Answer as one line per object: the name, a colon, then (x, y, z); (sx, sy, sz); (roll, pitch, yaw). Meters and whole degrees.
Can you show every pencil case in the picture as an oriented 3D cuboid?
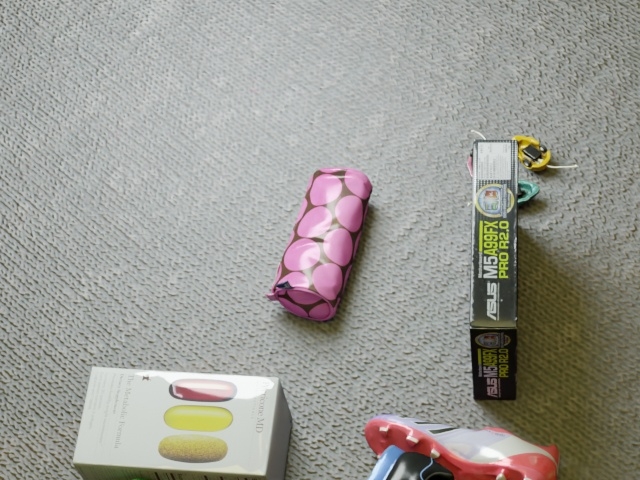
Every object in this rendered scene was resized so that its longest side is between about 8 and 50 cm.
pencil case: (0.000, 0.000, 2.066); (0.098, 0.095, 0.209); (4, 58, 28)

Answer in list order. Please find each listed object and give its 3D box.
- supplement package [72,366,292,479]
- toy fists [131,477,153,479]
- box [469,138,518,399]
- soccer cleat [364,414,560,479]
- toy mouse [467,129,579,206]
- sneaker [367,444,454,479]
supplement package: (-0.169, 0.252, 1.918); (0.244, 0.134, 0.139); (2, 60, 9)
toy fists: (-0.230, 0.430, 1.821); (0.096, 0.142, 0.279); (5, 52, -38)
box: (0.223, 0.039, 1.937); (0.060, 0.216, 0.270); (1, 62, 7)
soccer cleat: (0.178, 0.265, 1.906); (0.248, 0.083, 0.095); (14, 34, 21)
toy mouse: (0.252, -0.088, 2.110); (0.161, 0.031, 0.143); (35, 70, 24)
sneaker: (0.078, 0.353, 1.808); (0.090, 0.081, 0.232); (16, 61, 25)
